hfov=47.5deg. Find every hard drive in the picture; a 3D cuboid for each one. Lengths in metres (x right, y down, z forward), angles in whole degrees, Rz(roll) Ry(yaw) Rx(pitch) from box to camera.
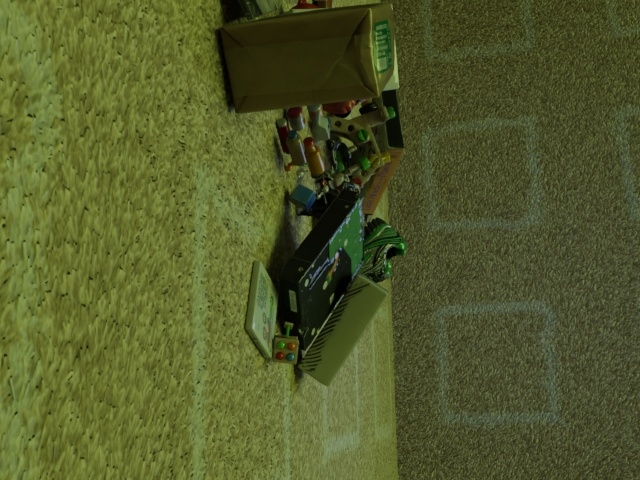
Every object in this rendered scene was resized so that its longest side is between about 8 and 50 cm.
[{"bbox_3d":[0.009,0.065,1.736,0.339,0.064,0.237,-53,151,-39],"label":"hard drive"}]

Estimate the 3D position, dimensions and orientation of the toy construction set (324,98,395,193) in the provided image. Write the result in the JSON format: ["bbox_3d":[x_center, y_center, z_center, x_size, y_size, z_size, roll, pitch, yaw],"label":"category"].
[{"bbox_3d":[0.136,-0.275,2.189,0.257,0.237,0.309,58,-10,23],"label":"toy construction set"}]

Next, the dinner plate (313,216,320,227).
[{"bbox_3d":[0.000,0.000,2.136,0.141,0.017,0.141,-2,90,-79],"label":"dinner plate"}]

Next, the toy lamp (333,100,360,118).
[{"bbox_3d":[0.096,-0.499,2.587,0.274,0.080,0.080,-64,148,-68],"label":"toy lamp"}]

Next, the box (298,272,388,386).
[{"bbox_3d":[0.059,0.219,1.809,0.275,0.094,0.113,-58,175,2],"label":"box"}]

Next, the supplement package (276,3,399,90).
[{"bbox_3d":[0.038,-0.454,1.767,0.145,0.262,0.204,-161,-117,-67],"label":"supplement package"}]

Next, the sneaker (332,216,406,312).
[{"bbox_3d":[0.124,0.084,2.143,0.343,0.146,0.134,-48,159,-20],"label":"sneaker"}]

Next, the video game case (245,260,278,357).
[{"bbox_3d":[-0.120,0.145,1.514,0.143,0.019,0.157,69,21,-55],"label":"video game case"}]

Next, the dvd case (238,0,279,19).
[{"bbox_3d":[-0.147,-0.535,1.468,0.164,0.018,0.221,64,18,-16],"label":"dvd case"}]

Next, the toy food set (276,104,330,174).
[{"bbox_3d":[-0.042,-0.274,1.777,0.104,0.111,0.232,71,18,-51],"label":"toy food set"}]

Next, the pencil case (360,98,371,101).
[{"bbox_3d":[0.151,-0.643,2.797,0.284,0.124,0.124,50,39,-70],"label":"pencil case"}]

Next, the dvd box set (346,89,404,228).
[{"bbox_3d":[0.178,-0.283,2.468,0.420,0.062,0.307,112,-20,-51],"label":"dvd box set"}]

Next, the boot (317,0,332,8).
[{"bbox_3d":[-0.004,-0.774,2.247,0.264,0.096,0.280,-63,156,-82],"label":"boot"}]

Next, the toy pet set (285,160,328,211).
[{"bbox_3d":[-0.033,-0.139,1.803,0.122,0.065,0.114,41,69,-29],"label":"toy pet set"}]

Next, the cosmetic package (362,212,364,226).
[{"bbox_3d":[0.086,-0.024,2.263,0.239,0.060,0.099,96,-12,-49],"label":"cosmetic package"}]

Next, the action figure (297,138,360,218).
[{"bbox_3d":[0.022,-0.136,1.946,0.141,0.164,0.275,49,33,-63],"label":"action figure"}]

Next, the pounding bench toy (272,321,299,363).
[{"bbox_3d":[-0.074,0.218,1.561,0.065,0.052,0.083,167,-71,-85],"label":"pounding bench toy"}]

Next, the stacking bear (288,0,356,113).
[{"bbox_3d":[-0.003,-0.501,1.932,0.175,0.164,0.289,-61,144,-22],"label":"stacking bear"}]

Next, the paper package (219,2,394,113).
[{"bbox_3d":[-0.010,-0.381,1.481,0.325,0.310,0.168,-59,143,-68],"label":"paper package"}]
